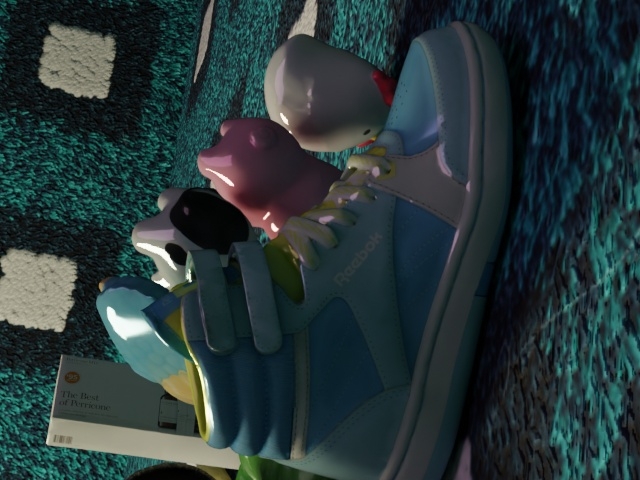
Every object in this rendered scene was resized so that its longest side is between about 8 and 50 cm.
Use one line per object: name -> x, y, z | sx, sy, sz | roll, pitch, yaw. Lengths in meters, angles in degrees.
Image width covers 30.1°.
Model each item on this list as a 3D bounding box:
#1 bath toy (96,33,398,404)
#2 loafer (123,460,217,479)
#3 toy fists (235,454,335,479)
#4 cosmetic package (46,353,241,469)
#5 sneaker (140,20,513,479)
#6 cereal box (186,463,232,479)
bath toy -> -0.032, -0.029, 0.982 | 0.348, 0.129, 0.151 | -60, -41, -31
loafer -> -0.042, 0.262, 0.795 | 0.366, 0.134, 0.130 | 46, 130, 45
toy fists -> -0.022, 0.160, 0.998 | 0.279, 0.096, 0.142 | 172, 109, -79
cosmetic package -> -0.200, 0.206, 1.429 | 0.098, 0.239, 0.060 | -94, 17, -47
sneaker -> 0.000, 0.000, 0.761 | 0.127, 0.208, 0.318 | 176, 104, -79
cereal box -> -0.168, 0.411, 1.562 | 0.173, 0.047, 0.240 | -176, 96, -78
